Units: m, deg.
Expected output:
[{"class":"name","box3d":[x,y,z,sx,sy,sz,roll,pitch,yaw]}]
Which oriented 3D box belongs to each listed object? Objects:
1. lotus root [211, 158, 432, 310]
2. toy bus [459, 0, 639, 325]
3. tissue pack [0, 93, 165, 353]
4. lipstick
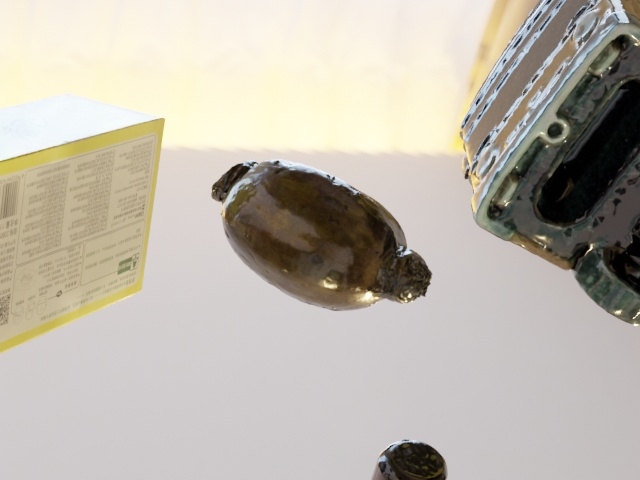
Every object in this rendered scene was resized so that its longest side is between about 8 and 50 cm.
[{"class":"lotus root","box3d":[0.000,0.000,1.592,0.209,0.120,0.120,28,-135,17]},{"class":"toy bus","box3d":[0.213,-0.026,0.952,0.275,0.138,0.167,27,-155,-17]},{"class":"tissue pack","box3d":[-0.145,-0.009,0.872,0.062,0.095,0.176,14,-163,20]},{"class":"lipstick","box3d":[0.030,0.299,1.456,0.057,0.356,0.057,10,-145,-7]}]
